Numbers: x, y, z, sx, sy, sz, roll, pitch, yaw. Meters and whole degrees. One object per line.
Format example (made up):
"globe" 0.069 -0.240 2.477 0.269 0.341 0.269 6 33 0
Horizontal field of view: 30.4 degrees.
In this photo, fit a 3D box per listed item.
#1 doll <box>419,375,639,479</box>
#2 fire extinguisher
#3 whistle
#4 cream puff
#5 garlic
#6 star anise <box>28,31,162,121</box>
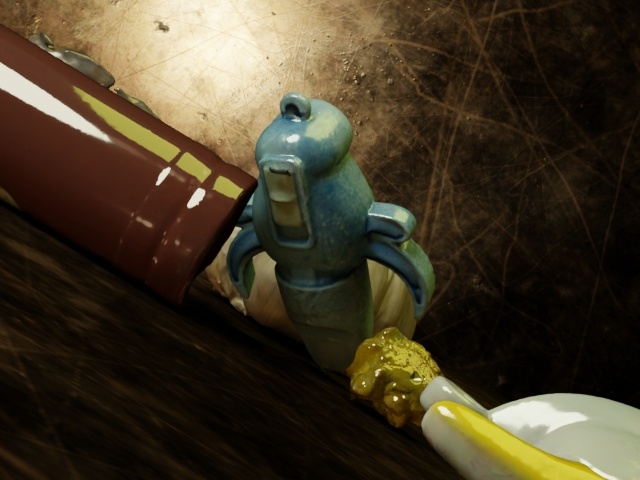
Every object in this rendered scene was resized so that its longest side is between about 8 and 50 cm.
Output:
"doll" 0.161 0.156 0.447 0.316 0.103 0.145 43 27 18
"fire extinguisher" -0.221 -0.078 0.881 0.337 0.135 0.114 32 41 1
"whistle" 0.000 0.000 0.955 0.180 0.093 0.269 6 -50 21
"cream puff" 0.062 0.115 0.950 0.083 0.058 0.083 5 53 -25
"garlic" -0.003 0.025 1.149 0.228 0.152 0.228 35 5 -4
"star anise" -0.224 -0.082 1.353 0.359 0.139 0.316 48 1 -23
